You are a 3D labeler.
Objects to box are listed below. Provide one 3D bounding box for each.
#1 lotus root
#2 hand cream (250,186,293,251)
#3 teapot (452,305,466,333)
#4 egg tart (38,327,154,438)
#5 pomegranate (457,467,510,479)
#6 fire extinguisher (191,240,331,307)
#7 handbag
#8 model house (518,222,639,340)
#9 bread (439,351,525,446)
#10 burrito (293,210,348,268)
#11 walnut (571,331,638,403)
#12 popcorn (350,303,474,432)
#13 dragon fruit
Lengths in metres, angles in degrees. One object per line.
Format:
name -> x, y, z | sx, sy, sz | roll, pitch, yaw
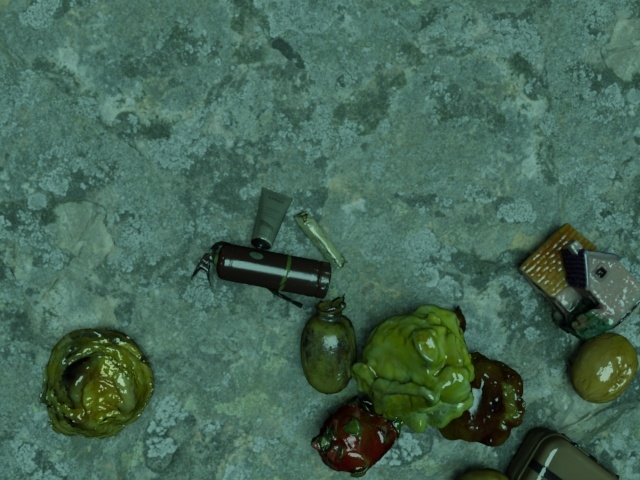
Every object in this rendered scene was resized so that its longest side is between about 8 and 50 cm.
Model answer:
lotus root -> 0.020, 0.257, 1.720 | 0.154, 0.154, 0.278 | -3, 107, -8
hand cream -> -0.131, -0.051, 1.717 | 0.087, 0.054, 0.186 | 20, 57, -8
teapot -> 0.337, 0.231, 1.812 | 0.129, 0.078, 0.098 | -46, 140, -4
egg tart -> -0.558, 0.364, 1.670 | 0.297, 0.132, 0.297 | -1, 98, -11
pomegranate -> 0.437, 0.696, 1.777 | 0.196, 0.196, 0.196 | 0, 92, -8
fire extinguisher -> -0.150, 0.085, 1.713 | 0.341, 0.105, 0.141 | 11, 66, -11
handbag -> 0.649, 0.692, 1.835 | 0.302, 0.149, 0.283 | 38, 89, -9
model house -> 0.669, 0.106, 1.773 | 0.202, 0.237, 0.237 | -41, 93, 2
bread -> 0.436, 0.424, 1.799 | 0.232, 0.135, 0.246 | 10, 89, -21
burrito -> 0.000, 0.000, 1.771 | 0.185, 0.041, 0.045 | 53, 44, -6
walnut -> 0.767, 0.347, 1.833 | 0.159, 0.159, 0.206 | 39, 82, -7
popcorn -> 0.240, 0.316, 1.648 | 0.312, 0.312, 0.312 | 0, 92, -8
dragon fruit -> 0.109, 0.477, 1.727 | 0.269, 0.198, 0.200 | -42, 140, -2
